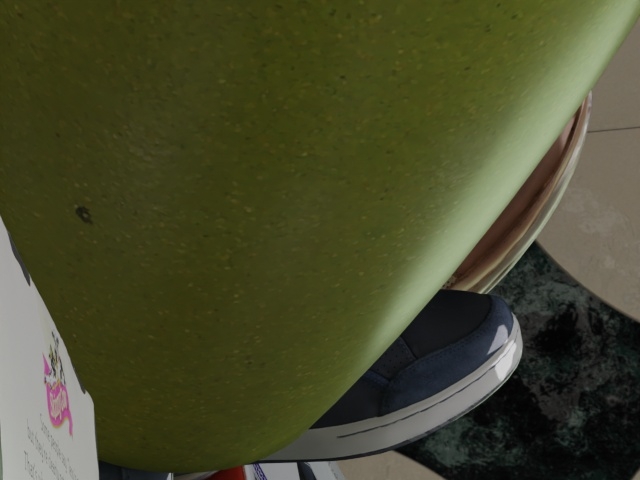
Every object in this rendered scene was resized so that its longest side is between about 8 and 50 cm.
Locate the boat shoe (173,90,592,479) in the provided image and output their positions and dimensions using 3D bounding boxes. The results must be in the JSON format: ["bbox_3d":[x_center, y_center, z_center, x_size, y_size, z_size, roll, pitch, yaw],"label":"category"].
[{"bbox_3d":[0.000,0.000,0.927,0.123,0.324,0.116,47,-2,24],"label":"boat shoe"}]

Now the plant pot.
[{"bbox_3d":[-0.028,-0.072,0.614,0.274,0.275,0.293,-97,-163,-51],"label":"plant pot"}]

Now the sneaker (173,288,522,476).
[{"bbox_3d":[-0.027,0.013,0.816,0.086,0.226,0.163,-110,-170,-62],"label":"sneaker"}]

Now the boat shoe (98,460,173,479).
[{"bbox_3d":[-0.084,0.143,0.777,0.254,0.079,0.095,87,-4,-54],"label":"boat shoe"}]

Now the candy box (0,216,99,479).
[{"bbox_3d":[-0.082,0.106,0.374,0.165,0.070,0.196,88,-3,-70],"label":"candy box"}]

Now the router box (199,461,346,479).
[{"bbox_3d":[-0.030,0.201,1.123,0.301,0.082,0.335,-104,171,-50],"label":"router box"}]
